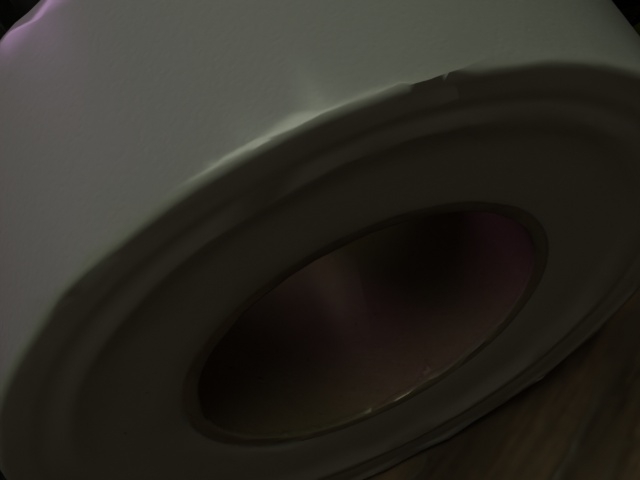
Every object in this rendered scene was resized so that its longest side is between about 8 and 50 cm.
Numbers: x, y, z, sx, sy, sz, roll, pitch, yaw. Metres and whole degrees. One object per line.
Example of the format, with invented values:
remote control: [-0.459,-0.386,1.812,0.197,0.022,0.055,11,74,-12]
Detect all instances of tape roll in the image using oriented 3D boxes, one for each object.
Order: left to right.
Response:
tape roll: [0.000,0.000,0.470,0.286,0.286,0.100,-26,60,-4]

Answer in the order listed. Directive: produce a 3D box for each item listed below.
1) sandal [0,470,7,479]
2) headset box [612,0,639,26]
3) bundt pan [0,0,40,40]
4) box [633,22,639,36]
sandal: [-0.178,0.147,0.571,0.067,0.040,0.179,32,86,30]
headset box: [0.000,-0.186,0.588,0.218,0.110,0.293,-33,70,11]
bundt pan: [-0.312,-0.167,0.718,0.331,0.124,0.331,-5,61,9]
box: [0.240,-0.167,0.654,0.178,0.042,0.109,0,62,11]
